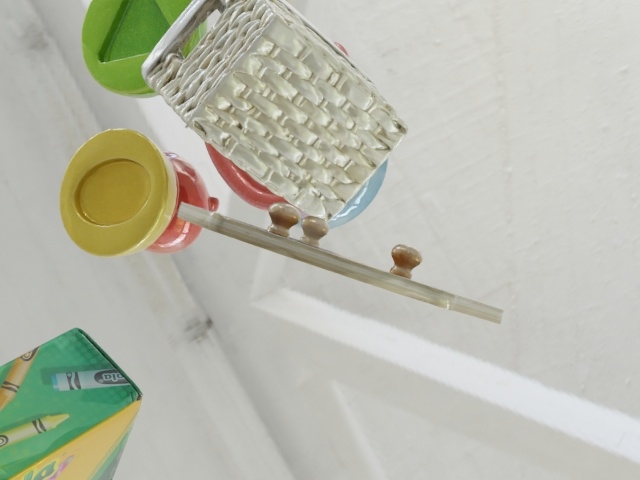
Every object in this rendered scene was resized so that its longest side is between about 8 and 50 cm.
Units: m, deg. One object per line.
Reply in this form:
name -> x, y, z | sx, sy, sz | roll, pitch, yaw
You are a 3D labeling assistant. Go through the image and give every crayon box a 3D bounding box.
crayon box -> -0.267, 0.191, 0.780 | 0.081, 0.278, 0.165 | 43, -45, 18

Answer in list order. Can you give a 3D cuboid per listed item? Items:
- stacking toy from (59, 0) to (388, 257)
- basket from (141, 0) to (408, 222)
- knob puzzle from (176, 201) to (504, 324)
stacking toy -> -0.085, -0.126, 1.050 | 0.309, 0.130, 0.279 | -10, -104, 25
basket -> -0.029, -0.105, 0.828 | 0.113, 0.167, 0.103 | -49, -141, 8
knob puzzle -> 0.000, 0.000, 0.666 | 0.213, 0.213, 0.030 | 19, -90, 22
